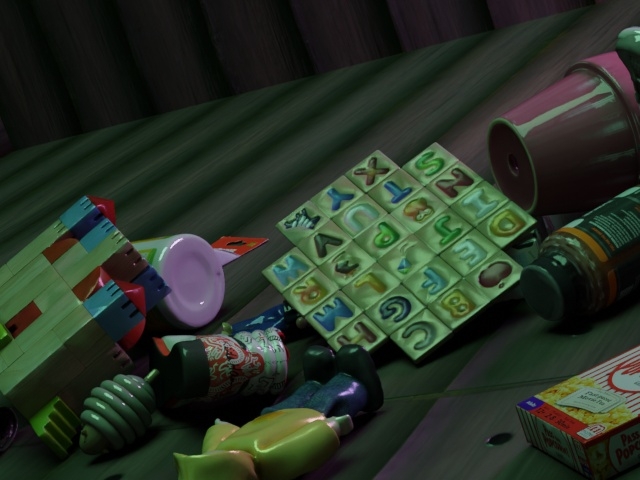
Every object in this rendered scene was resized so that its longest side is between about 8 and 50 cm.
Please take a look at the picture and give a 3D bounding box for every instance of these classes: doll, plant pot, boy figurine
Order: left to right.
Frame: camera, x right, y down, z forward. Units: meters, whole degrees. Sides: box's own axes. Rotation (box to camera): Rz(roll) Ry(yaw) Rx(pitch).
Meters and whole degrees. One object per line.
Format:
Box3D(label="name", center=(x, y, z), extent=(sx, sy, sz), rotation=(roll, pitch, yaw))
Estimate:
Box3D(label="boy figurine", center=(-0.059, 0.206, 1.749), extent=(0.177, 0.092, 0.285), rotation=(-3, 18, 41))
Box3D(label="doll", center=(-0.035, 0.097, 2.194), extent=(0.189, 0.046, 0.129), rotation=(-19, 15, 5))
Box3D(label="plant pot", center=(0.313, -0.114, 2.066), extent=(0.180, 0.201, 0.201), rotation=(-19, 14, -17))

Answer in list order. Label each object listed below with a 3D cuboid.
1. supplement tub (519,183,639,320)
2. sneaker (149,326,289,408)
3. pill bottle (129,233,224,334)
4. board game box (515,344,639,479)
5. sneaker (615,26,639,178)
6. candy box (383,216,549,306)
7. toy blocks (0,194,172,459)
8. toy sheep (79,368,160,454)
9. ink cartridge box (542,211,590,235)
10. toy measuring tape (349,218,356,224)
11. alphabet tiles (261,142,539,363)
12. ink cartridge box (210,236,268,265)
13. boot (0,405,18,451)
Box3D(label="supplement tub", center=(0.319, 0.018, 1.895), extent=(0.198, 0.106, 0.106), rotation=(-28, 16, -28))
Box3D(label="sneaker", center=(-0.123, 0.156, 2.044), extent=(0.145, 0.090, 0.270), rotation=(-3, -4, -16))
Box3D(label="pill bottle", center=(-0.270, 0.069, 2.428), extent=(0.245, 0.136, 0.136), rotation=(-8, 19, 40))
Box3D(label="board game box", center=(0.300, 0.149, 1.560), extent=(0.193, 0.045, 0.147), rotation=(-24, 15, -14))
Box3D(label="sneaker", center=(0.412, -0.116, 1.938), extent=(0.115, 0.281, 0.105), rotation=(-31, 2, -2))
Box3D(label="candy box", center=(0.188, 0.032, 2.089), extent=(0.196, 0.070, 0.165), rotation=(-17, 14, 14))
Box3D(label="toy blocks", center=(-0.321, 0.087, 2.185), extent=(0.261, 0.191, 0.381), rotation=(-41, 31, -6))
Box3D(label="toy sheep", center=(-0.240, 0.203, 2.004), extent=(0.132, 0.091, 0.091), rotation=(-53, 26, -19))
Box3D(label="ink cartridge box", center=(0.310, -0.034, 2.205), extent=(0.122, 0.052, 0.088), rotation=(-8, 18, 33))
Box3D(label="toy measuring tape", center=(0.000, 0.000, 2.266), extent=(0.121, 0.121, 0.330), rotation=(-25, 5, -18))
Box3D(label="alphabet tiles", center=(0.092, 0.011, 2.052), extent=(0.285, 0.011, 0.342), rotation=(-36, 41, -9))
Box3D(label="ink cartridge box", center=(-0.195, 0.018, 2.708), extent=(0.179, 0.045, 0.145), rotation=(-32, 19, -30))
Box3D(label="boot", center=(-0.513, 0.280, 2.147), extent=(0.208, 0.076, 0.189), rotation=(-7, 20, 21))
